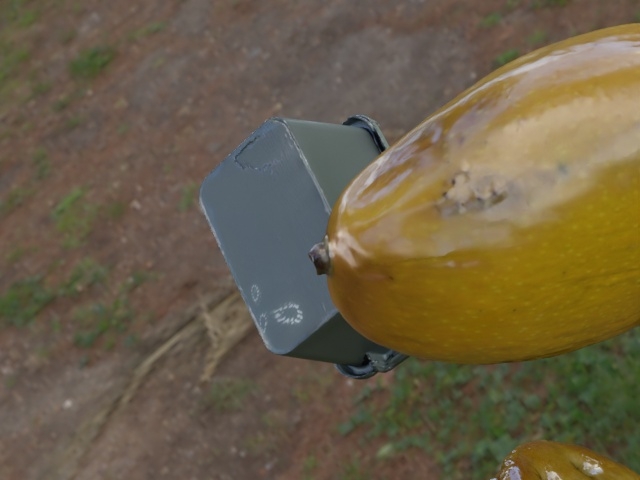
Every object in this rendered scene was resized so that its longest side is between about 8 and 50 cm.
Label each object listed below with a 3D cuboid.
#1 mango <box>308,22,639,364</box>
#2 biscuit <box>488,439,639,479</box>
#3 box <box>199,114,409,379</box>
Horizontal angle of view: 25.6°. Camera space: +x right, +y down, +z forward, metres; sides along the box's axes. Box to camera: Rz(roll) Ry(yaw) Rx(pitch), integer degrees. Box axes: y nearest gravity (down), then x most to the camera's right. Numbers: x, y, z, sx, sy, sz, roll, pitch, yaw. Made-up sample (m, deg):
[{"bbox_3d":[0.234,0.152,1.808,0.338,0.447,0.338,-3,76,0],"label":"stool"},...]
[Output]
[{"bbox_3d":[0.167,-0.035,0.757,0.359,0.187,0.144,-20,62,-4],"label":"mango"},{"bbox_3d":[0.249,0.267,1.273,0.066,0.220,0.220,-63,19,24],"label":"biscuit"},{"bbox_3d":[0.000,0.000,1.307,0.163,0.135,0.243,-40,61,29],"label":"box"}]
